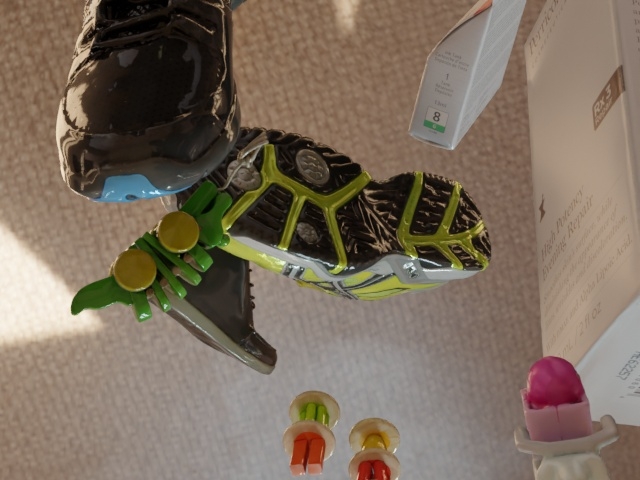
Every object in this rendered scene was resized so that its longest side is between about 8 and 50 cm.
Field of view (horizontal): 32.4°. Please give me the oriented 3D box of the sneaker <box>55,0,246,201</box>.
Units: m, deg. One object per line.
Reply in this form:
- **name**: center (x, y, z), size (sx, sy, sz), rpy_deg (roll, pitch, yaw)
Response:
- **sneaker**: center (-0.119, -0.165, 0.745), size (0.125, 0.341, 0.139), rpy_deg (-5, 135, 6)

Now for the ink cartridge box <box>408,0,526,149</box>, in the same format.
- **ink cartridge box**: center (0.156, -0.221, 1.045), size (0.056, 0.181, 0.224), rpy_deg (20, 124, 15)

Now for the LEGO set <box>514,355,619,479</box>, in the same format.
- **LEGO set**: center (0.207, 0.042, 0.353), size (0.287, 0.132, 0.107), rpy_deg (-13, 111, 1)

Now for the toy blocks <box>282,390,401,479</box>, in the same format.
- **toy blocks**: center (0.020, 0.220, 1.056), size (0.123, 0.148, 0.054), rpy_deg (25, 115, -9)

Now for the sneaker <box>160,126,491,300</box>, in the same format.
- **sneaker**: center (0.000, 0.000, 1.071), size (0.385, 0.145, 0.147), rpy_deg (15, 144, -40)

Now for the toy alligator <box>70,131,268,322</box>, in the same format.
- **toy alligator**: center (-0.091, 0.001, 0.776), size (0.190, 0.056, 0.051), rpy_deg (-43, 96, -16)

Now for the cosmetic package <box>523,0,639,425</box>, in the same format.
- **cosmetic package**: center (0.155, -0.042, 0.518), size (0.085, 0.231, 0.117), rpy_deg (8, 144, -8)

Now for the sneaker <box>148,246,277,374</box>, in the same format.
- **sneaker**: center (-0.090, 0.054, 1.159), size (0.118, 0.083, 0.222), rpy_deg (-58, 140, -13)
